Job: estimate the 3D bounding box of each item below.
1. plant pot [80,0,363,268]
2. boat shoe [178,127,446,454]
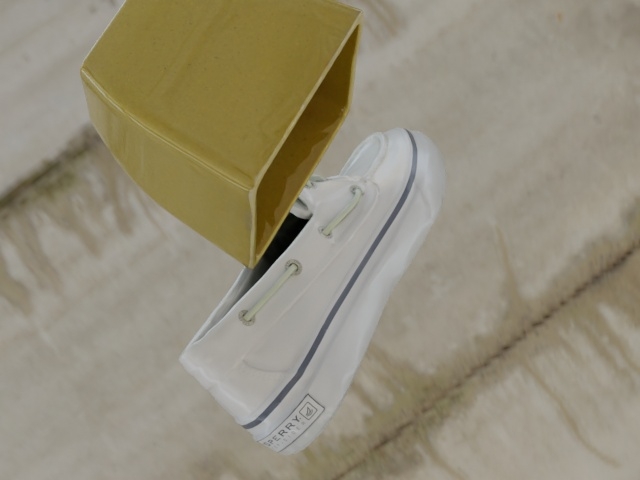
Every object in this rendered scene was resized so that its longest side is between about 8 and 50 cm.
[{"bbox_3d":[-0.041,-0.054,0.568,0.083,0.081,0.081,28,-110,7],"label":"plant pot"},{"bbox_3d":[0.000,0.000,0.741,0.083,0.076,0.226,-43,-166,35],"label":"boat shoe"}]
